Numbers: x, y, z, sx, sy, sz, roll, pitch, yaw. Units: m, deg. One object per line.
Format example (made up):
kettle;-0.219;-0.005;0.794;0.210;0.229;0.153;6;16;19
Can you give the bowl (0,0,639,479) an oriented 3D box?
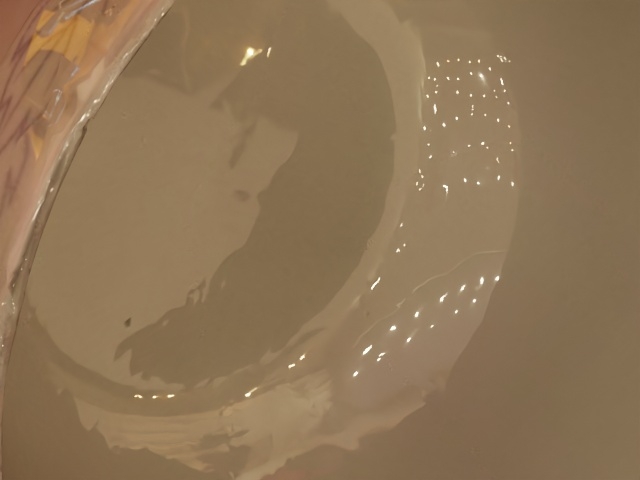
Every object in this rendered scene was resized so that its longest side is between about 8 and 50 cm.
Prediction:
bowl;0.000;0.000;0.506;0.144;0.287;0.287;31;89;46
